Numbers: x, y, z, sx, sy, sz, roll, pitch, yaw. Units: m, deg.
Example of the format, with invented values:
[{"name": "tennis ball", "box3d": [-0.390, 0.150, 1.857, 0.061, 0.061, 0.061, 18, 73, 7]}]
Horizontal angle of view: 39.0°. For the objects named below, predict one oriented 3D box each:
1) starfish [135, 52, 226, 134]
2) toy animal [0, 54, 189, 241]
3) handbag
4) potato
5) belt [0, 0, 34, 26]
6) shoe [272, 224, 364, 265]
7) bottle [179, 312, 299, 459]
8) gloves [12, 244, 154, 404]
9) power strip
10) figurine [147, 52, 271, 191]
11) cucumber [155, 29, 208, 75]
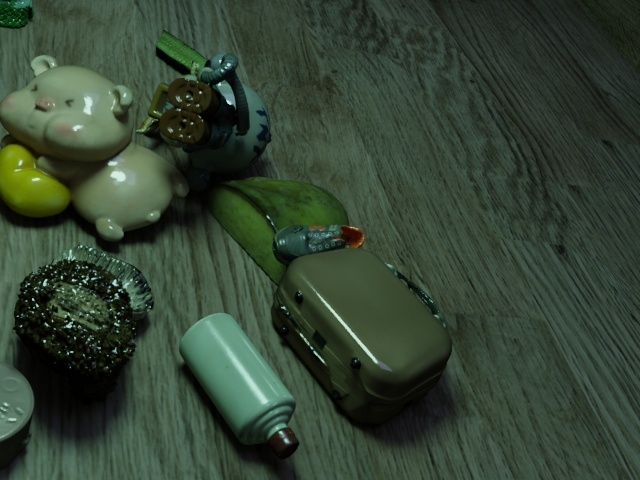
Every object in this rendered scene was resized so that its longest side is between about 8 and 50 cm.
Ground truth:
[{"name": "starfish", "box3d": [-0.277, -0.292, 1.854, 0.048, 0.231, 0.295, 47, 18, -2]}, {"name": "toy animal", "box3d": [-0.418, -0.168, 1.574, 0.345, 0.247, 0.277, 35, 39, 15]}, {"name": "handbag", "box3d": [0.094, 0.146, 1.558, 0.283, 0.149, 0.302, -17, 51, -39]}, {"name": "potato", "box3d": [-0.044, -0.052, 1.757, 0.255, 0.112, 0.269, -17, 54, -42]}, {"name": "belt", "box3d": [-0.711, -0.537, 2.005, 0.151, 0.079, 0.121, 24, 36, -2]}, {"name": "shoe", "box3d": [-0.001, 0.000, 1.611, 0.194, 0.077, 0.074, -2, 76, -47]}, {"name": "bottle", "box3d": [-0.114, 0.228, 1.377, 0.104, 0.104, 0.245, -13, 50, -39]}, {"name": "gloves", "box3d": [-0.354, 0.120, 1.345, 0.210, 0.135, 0.312, 44, 15, -7]}, {"name": "power strip", "box3d": [-0.459, 0.233, 1.202, 0.154, 0.078, 0.154, 15, 37, -11]}, {"name": "figurine", "box3d": [-0.209, -0.221, 1.713, 0.186, 0.261, 0.382, 29, 6, 10]}, {"name": "cucumber", "box3d": [-0.309, -0.412, 2.104, 0.220, 0.046, 0.070, 35, 40, 16]}]
